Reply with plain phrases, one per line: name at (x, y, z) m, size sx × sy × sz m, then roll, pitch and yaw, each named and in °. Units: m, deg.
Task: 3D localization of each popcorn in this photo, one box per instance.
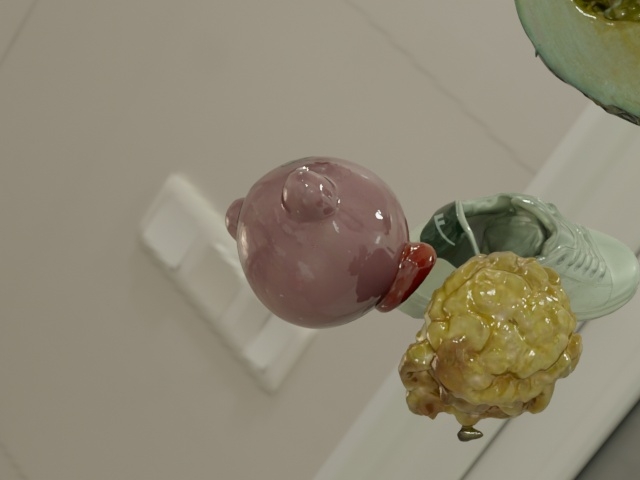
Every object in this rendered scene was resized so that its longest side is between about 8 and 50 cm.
popcorn at (0.153, 0.096, 1.455) m, size 0.180 × 0.180 × 0.170 m, roll 14°, pitch 71°, yaw -43°

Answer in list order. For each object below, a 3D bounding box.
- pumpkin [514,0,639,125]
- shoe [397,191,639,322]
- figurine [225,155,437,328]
pumpkin at (0.292, -0.225, 1.193) m, size 0.263 × 0.293 × 0.197 m, roll 44°, pitch 15°, yaw 11°
shoe at (0.249, 0.007, 1.804) m, size 0.363 × 0.160 × 0.132 m, roll 0°, pitch 59°, yaw -33°
figurine at (0.000, 0.000, 1.520) m, size 0.173 × 0.173 × 0.173 m, roll 30°, pitch 21°, yaw -13°
